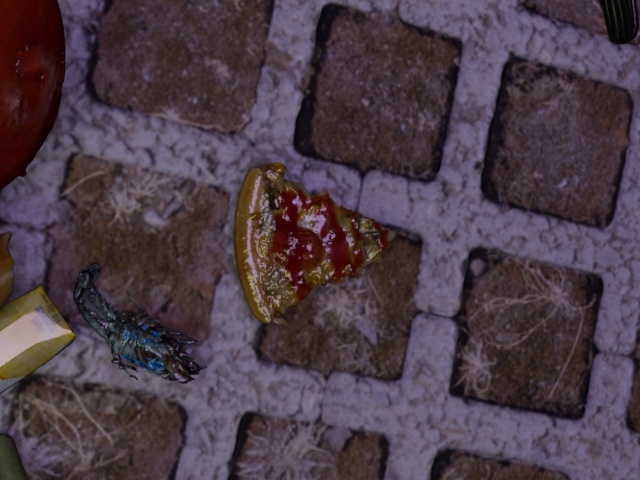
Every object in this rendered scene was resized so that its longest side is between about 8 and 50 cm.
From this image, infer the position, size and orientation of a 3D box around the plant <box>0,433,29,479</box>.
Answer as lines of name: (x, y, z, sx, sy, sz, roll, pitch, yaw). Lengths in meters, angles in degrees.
plant: (-0.245, 0.339, 0.999, 0.261, 0.306, 0.297, 2, 56, 12)

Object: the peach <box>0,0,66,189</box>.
peach: (-0.412, -0.183, 0.931, 0.370, 0.370, 0.370, 1, 87, -15)

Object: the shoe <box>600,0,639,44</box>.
shoe: (0.360, -0.325, 1.297, 0.053, 0.062, 0.159, -19, 97, -28)

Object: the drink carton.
drink carton: (-0.355, 0.131, 1.066, 0.200, 0.074, 0.084, -34, 94, -14)

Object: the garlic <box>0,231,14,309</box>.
garlic: (-0.427, 0.019, 1.007, 0.244, 0.145, 0.164, 26, 58, 0)

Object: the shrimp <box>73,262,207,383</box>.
shrimp: (-0.203, 0.099, 1.127, 0.174, 0.076, 0.082, 43, 37, -5)

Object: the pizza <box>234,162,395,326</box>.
pizza: (0.000, 0.000, 1.180, 0.198, 0.062, 0.188, -6, 91, -17)
